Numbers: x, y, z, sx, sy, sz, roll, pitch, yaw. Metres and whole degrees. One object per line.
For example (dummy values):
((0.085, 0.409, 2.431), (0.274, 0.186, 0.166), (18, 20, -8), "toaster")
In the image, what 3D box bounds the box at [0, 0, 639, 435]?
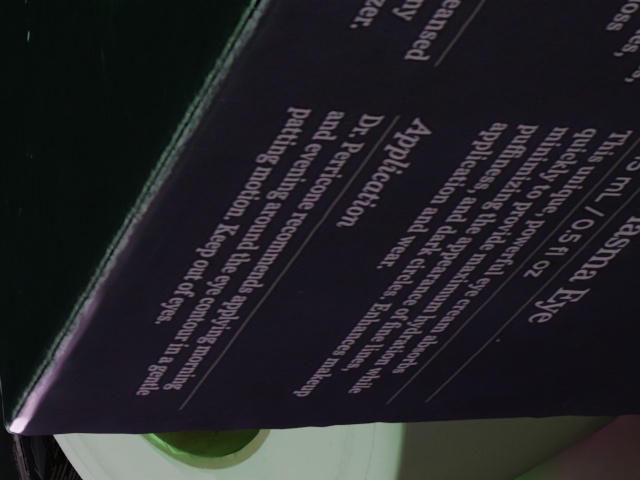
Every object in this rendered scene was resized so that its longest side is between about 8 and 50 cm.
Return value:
((0.099, -0.102, 0.472), (0.343, 0.312, 0.179), (-52, 43, 50), "box")

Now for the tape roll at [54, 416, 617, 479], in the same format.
((0.000, 0.000, 0.740), (0.246, 0.169, 0.246), (23, 123, 41), "tape roll")

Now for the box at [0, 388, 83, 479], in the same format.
((-0.162, 0.072, 1.000), (0.395, 0.097, 0.318), (-89, -6, -66), "box")
